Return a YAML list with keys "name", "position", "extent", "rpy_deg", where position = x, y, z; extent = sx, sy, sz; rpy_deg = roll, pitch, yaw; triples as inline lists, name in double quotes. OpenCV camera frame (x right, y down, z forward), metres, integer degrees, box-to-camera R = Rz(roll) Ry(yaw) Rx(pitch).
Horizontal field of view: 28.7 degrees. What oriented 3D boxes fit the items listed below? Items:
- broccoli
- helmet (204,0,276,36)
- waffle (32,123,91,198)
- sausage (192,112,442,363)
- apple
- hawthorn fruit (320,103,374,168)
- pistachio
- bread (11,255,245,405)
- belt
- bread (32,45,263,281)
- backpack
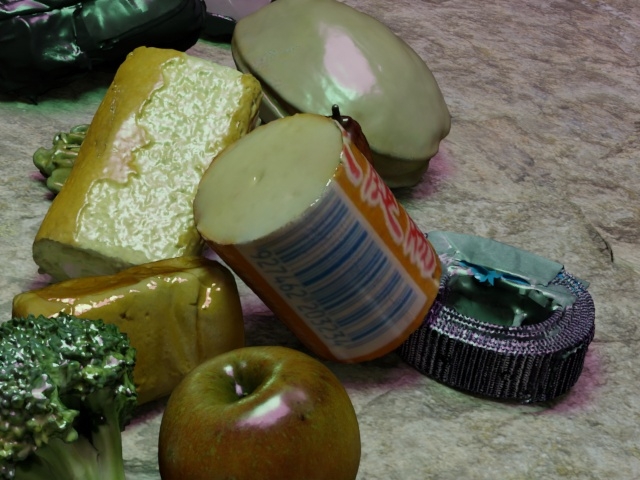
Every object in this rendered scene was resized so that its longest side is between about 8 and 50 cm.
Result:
- name: "broccoli"
  position: [-0.295, 0.204, 1.321]
  extent: [0.235, 0.259, 0.288]
  rpy_deg: [-1, 1, 27]
- name: "helmet"
  position: [-0.162, -0.499, 2.612]
  extent: [0.253, 0.154, 0.198]
  rpy_deg: [0, 32, -9]
- name: "waffle"
  position: [-0.286, -0.103, 1.999]
  extent: [0.297, 0.073, 0.317]
  rpy_deg: [-20, 47, -38]
- name: "sausage"
  position: [0.000, 0.000, 1.663]
  extent: [0.233, 0.287, 0.233]
  rpy_deg: [-23, 42, 22]
- name: "apple"
  position: [-0.067, 0.240, 1.432]
  extent: [0.237, 0.207, 0.237]
  rpy_deg: [-8, 27, 4]
- name: "hawthorn fruit"
  position: [-0.012, -0.104, 1.919]
  extent: [0.208, 0.248, 0.208]
  rpy_deg: [21, 35, -16]
- name: "pistachio"
  position: [0.033, -0.265, 2.205]
  extent: [0.445, 0.281, 0.365]
  rpy_deg: [46, 35, 23]
- name: "bread"
  position: [-0.239, 0.123, 1.577]
  extent: [0.294, 0.166, 0.132]
  rpy_deg: [-11, 15, -30]
- name: "belt"
  position: [0.232, 0.103, 1.803]
  extent: [0.325, 0.122, 0.260]
  rpy_deg: [21, 40, 20]
- name: "bread"
  position: [-0.245, -0.089, 1.803]
  extent: [0.237, 0.165, 0.375]
  rpy_deg: [16, 61, 4]
- name: "backpack"
  position: [-0.432, -0.418, 2.300]
  extent: [0.446, 0.254, 0.363]
  rpy_deg: [-13, 36, -11]
